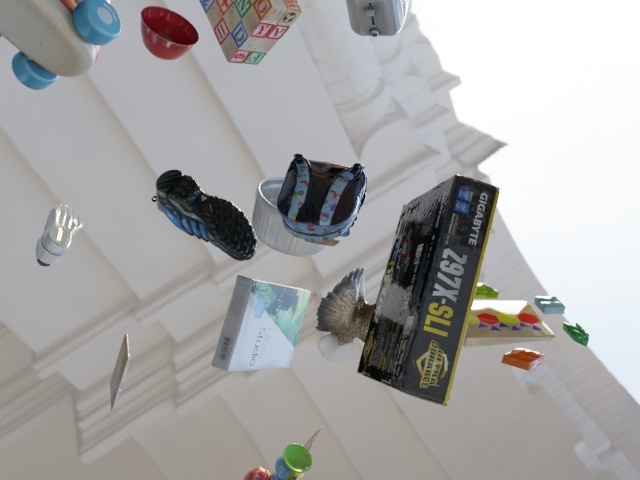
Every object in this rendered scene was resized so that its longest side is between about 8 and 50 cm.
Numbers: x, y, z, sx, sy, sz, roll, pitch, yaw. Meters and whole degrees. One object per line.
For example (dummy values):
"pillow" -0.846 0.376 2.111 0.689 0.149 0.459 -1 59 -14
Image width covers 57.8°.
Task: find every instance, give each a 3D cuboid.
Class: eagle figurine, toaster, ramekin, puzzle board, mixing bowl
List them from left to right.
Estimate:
"puzzle board" -0.418 0.274 1.209 0.096 0.011 0.128 48 -59 60
"mixing bowl" -0.476 -0.622 1.779 0.098 0.181 0.181 -49 -161 39
"ramekin" -0.060 -0.052 1.335 0.207 0.109 0.207 16 -153 -8
"eagle figurine" 0.094 0.173 1.405 0.226 0.225 0.298 -27 -178 -15
"toaster" 0.120 -0.554 1.210 0.129 0.146 0.227 6 -99 13

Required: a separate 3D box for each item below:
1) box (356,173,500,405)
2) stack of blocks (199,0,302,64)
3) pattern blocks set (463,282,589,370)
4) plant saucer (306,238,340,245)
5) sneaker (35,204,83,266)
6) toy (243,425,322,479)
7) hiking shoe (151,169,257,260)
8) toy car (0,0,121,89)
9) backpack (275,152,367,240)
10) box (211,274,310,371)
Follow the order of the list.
"box" 0.161 0.078 0.921 0.257 0.079 0.322 136 -29 -78
"stack of blocks" -0.177 -0.548 1.225 0.087 0.297 0.171 -13 163 -47
"pattern blocks set" 0.325 0.155 1.092 0.325 0.026 0.285 3 -157 3
"plant saucer" 0.000 0.000 1.187 0.083 0.083 0.015 9 -92 41
"sneaker" -0.727 -0.018 1.588 0.091 0.094 0.258 -43 -156 11
"toy" -0.090 0.362 0.825 0.237 0.056 0.137 -54 179 31
"hiking shoe" -0.288 -0.052 1.466 0.113 0.304 0.132 -48 179 -34
"toy car" -0.457 -0.427 1.014 0.219 0.210 0.238 -20 -138 30
"backpack" -0.001 -0.064 1.073 0.158 0.117 0.173 10 -134 7
"box" -0.146 0.225 1.533 0.058 0.322 0.232 15 -93 25
